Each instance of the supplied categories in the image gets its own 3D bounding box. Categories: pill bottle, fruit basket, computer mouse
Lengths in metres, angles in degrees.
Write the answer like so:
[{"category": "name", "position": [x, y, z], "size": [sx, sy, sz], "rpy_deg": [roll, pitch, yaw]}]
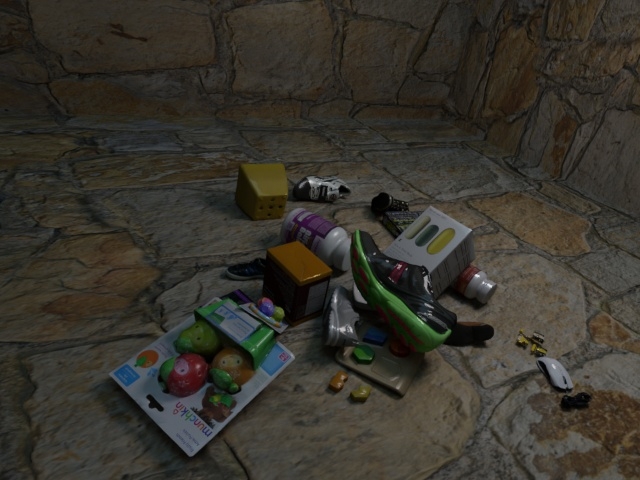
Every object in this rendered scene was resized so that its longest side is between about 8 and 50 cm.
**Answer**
[{"category": "pill bottle", "position": [0.569, 0.151, 1.637], "size": [0.121, 0.121, 0.216], "rpy_deg": [-19, 42, -39]}, {"category": "pill bottle", "position": [0.000, 0.000, 1.663], "size": [0.302, 0.169, 0.169], "rpy_deg": [28, 36, 27]}, {"category": "fruit basket", "position": [-0.298, 0.313, 1.082], "size": [0.327, 0.165, 0.353], "rpy_deg": [29, 39, 27]}, {"category": "computer mouse", "position": [0.756, 0.432, 1.315], "size": [0.106, 0.042, 0.192], "rpy_deg": [2, 33, -12]}]

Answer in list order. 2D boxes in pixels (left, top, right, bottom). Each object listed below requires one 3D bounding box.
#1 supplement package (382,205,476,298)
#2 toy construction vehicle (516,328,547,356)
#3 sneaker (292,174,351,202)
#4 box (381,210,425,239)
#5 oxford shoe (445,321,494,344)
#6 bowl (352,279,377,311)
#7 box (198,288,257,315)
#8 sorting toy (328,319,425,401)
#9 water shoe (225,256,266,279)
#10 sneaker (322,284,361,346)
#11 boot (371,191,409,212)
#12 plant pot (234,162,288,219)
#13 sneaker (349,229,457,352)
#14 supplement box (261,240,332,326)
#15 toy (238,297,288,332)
[{"category": "supplement package", "position": [0.409, 0.054, 1.563], "size": [0.263, 0.198, 0.199], "rpy_deg": [-43, 51, -8]}, {"category": "toy construction vehicle", "position": [0.733, 0.356, 1.448], "size": [0.098, 0.035, 0.086], "rpy_deg": [23, 45, 24]}, {"category": "sneaker", "position": [0.018, -0.258, 2.126], "size": [0.331, 0.122, 0.146], "rpy_deg": [-15, 38, -34]}, {"category": "box", "position": [0.462, -0.064, 2.008], "size": [0.271, 0.060, 0.216], "rpy_deg": [-3, 35, -21]}, {"category": "oxford shoe", "position": [0.473, 0.310, 1.424], "size": [0.213, 0.075, 0.076], "rpy_deg": [3, 2, -8]}, {"category": "bowl", "position": [0.181, 0.204, 1.501], "size": [0.142, 0.053, 0.142], "rpy_deg": [9, 31, -3]}, {"category": "box", "position": [-0.294, 0.224, 1.349], "size": [0.116, 0.029, 0.162], "rpy_deg": [34, 37, 32]}, {"category": "sorting toy", "position": [0.165, 0.365, 1.248], "size": [0.229, 0.041, 0.307], "rpy_deg": [24, 34, 21]}, {"category": "water shoe", "position": [-0.243, 0.093, 1.525], "size": [0.204, 0.080, 0.072], "rpy_deg": [0, 33, -16]}, {"category": "sneaker", "position": [0.073, 0.252, 1.351], "size": [0.116, 0.105, 0.281], "rpy_deg": [19, 29, -4]}, {"category": "boot", "position": [0.367, -0.181, 2.074], "size": [0.179, 0.085, 0.236], "rpy_deg": [7, -3, -12]}, {"category": "plant pot", "position": [-0.254, -0.210, 1.909], "size": [0.213, 0.212, 0.187], "rpy_deg": [-7, 49, -26]}, {"category": "sneaker", "position": [0.255, 0.147, 1.383], "size": [0.203, 0.185, 0.482], "rpy_deg": [-23, 56, -20]}, {"category": "supplement box", "position": [-0.084, 0.140, 1.387], "size": [0.129, 0.193, 0.191], "rpy_deg": [-16, 41, -36]}, {"category": "toy", "position": [-0.152, 0.209, 1.244], "size": [0.137, 0.056, 0.237], "rpy_deg": [32, -8, 4]}]
